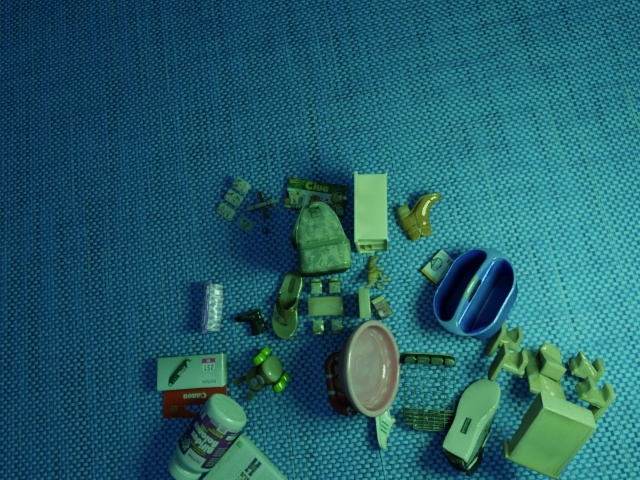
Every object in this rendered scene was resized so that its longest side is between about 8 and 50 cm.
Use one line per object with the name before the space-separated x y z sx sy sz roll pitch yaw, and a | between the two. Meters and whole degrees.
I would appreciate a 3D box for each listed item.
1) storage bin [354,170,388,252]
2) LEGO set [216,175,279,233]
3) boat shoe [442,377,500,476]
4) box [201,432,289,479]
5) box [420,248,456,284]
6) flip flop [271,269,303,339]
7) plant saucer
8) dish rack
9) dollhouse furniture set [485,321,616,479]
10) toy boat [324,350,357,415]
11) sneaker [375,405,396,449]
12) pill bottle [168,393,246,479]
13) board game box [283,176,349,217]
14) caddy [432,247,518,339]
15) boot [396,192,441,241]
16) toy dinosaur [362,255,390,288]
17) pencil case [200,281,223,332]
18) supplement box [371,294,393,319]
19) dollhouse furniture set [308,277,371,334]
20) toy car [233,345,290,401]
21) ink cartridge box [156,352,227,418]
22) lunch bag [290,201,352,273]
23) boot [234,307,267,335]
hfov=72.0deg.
storage bin | 0.196 -0.100 1.696 0.123 0.260 0.263 -1 78 7
LEGO set | -0.298 -0.135 1.878 0.244 0.060 0.183 33 96 12
boat shoe | 0.554 0.673 1.589 0.127 0.158 0.340 15 52 44
box | -0.260 0.928 1.646 0.322 0.058 0.232 41 86 13
box | 0.474 0.100 1.746 0.136 0.028 0.081 -44 78 -6
flip flop | -0.131 0.252 1.752 0.112 0.080 0.277 12 80 8
plant saucer | 0.171 0.456 1.590 0.084 0.332 0.333 -10 75 40
dish rack | 0.402 0.561 1.641 0.208 0.074 0.272 2 81 8
dollhouse furniture set | 0.748 0.537 1.495 0.361 0.394 0.257 20 119 9
toy boat | 0.093 0.531 1.637 0.150 0.151 0.231 -10 78 4
sneaker | 0.245 0.690 1.636 0.075 0.057 0.162 -8 75 10
pill bottle | -0.426 0.740 1.636 0.169 0.169 0.302 36 91 12
board game box | -0.017 -0.182 1.854 0.259 0.030 0.136 9 78 8
caddy | 0.563 0.194 1.598 0.241 0.179 0.342 26 81 41
boot | 0.419 -0.094 1.770 0.197 0.073 0.153 -26 76 13
toy dinosaur | 0.207 0.147 1.720 0.112 0.212 0.064 31 126 -8
pencil case | -0.440 0.268 1.779 0.086 0.088 0.206 -2 79 8
supplement box | 0.243 0.263 1.729 0.054 0.043 0.083 -28 76 0
dollhouse furniture set | 0.070 0.249 1.690 0.241 0.161 0.212 -4 79 5
toy car | -0.241 0.530 1.687 0.188 0.149 0.155 -37 88 9
ink cartridge box | -0.506 0.576 1.741 0.274 0.060 0.239 -5 77 5
lunch bag | 0.000 0.000 1.681 0.212 0.305 0.256 -8 82 2
boot | -0.277 0.335 1.772 0.121 0.045 0.099 -20 81 1
